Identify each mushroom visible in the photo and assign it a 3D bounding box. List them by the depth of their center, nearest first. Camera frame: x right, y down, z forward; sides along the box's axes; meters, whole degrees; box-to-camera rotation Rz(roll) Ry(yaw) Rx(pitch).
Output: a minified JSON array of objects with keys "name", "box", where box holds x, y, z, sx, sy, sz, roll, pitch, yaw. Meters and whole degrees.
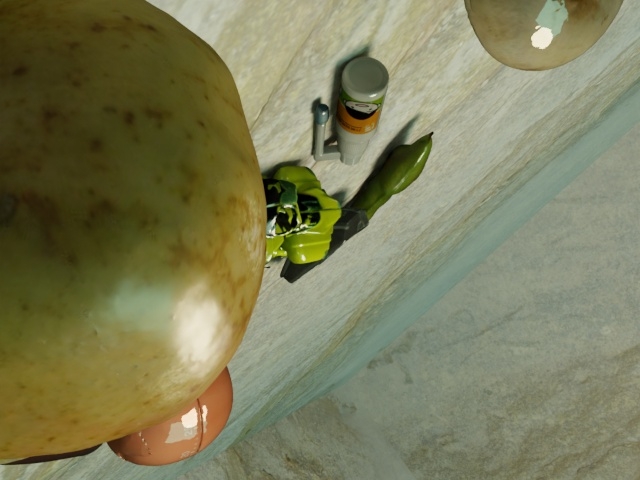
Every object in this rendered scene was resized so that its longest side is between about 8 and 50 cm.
[{"name":"mushroom","box":[0.260,-0.316,0.936,0.226,0.178,0.226,-26,128,-37]}]

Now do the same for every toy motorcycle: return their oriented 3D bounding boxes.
[{"name":"toy motorcycle","box":[-0.086,-0.032,1.053,0.206,0.142,0.342,-1,-178,28]}]

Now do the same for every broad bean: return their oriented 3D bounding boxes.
[{"name":"broad bean","box":[0.113,-0.094,1.421,0.075,0.067,0.325,-41,174,-42]}]

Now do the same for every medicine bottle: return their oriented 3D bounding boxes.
[{"name":"medicine bottle","box":[0.036,-0.165,1.085,0.092,0.061,0.220,-9,160,-7]}]

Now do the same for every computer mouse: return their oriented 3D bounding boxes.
[{"name":"computer mouse","box":[-0.003,-0.001,1.447,0.231,0.071,0.126,-38,-179,45]}]

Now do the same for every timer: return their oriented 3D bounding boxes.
[{"name":"timer","box":[-0.273,0.266,1.350,0.215,0.229,0.229,-10,151,-39]}]

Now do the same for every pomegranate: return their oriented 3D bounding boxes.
[{"name":"pomegranate","box":[-0.201,-0.020,0.544,0.342,0.342,0.342,-33,164,-11]}]

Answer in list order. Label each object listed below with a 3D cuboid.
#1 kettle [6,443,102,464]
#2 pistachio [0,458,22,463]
[{"name":"kettle","box":[-0.419,0.239,1.142,0.202,0.144,0.232,-58,157,8]},{"name":"pistachio","box":[-0.336,0.154,0.988,0.293,0.181,0.162,-40,-167,-14]}]
